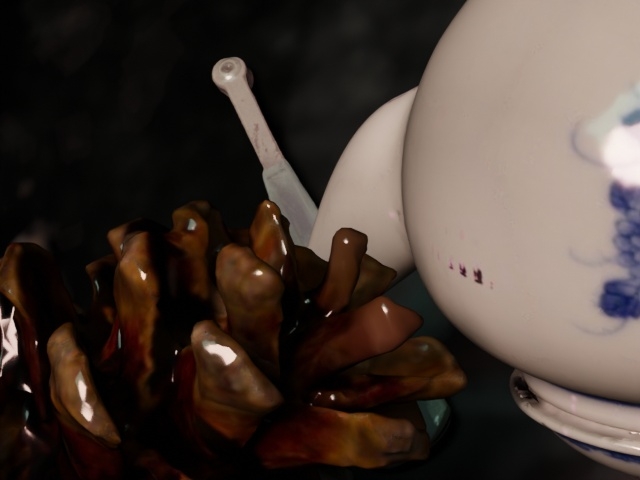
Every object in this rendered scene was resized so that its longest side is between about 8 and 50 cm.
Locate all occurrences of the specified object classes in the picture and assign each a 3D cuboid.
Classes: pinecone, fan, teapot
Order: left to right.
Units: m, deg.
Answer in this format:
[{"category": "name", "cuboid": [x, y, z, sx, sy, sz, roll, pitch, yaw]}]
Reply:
[{"category": "pinecone", "cuboid": [-0.083, 0.106, 0.671, 0.309, 0.244, 0.244, -26, 60, 19]}, {"category": "fan", "cuboid": [0.000, 0.000, 0.918, 0.057, 0.023, 0.282, -33, 59, 15]}, {"category": "teapot", "cuboid": [0.163, 0.004, 0.711, 0.424, 0.252, 0.280, 5, 106, 24]}]

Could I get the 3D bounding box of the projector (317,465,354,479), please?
[{"category": "projector", "cuboid": [-0.024, 0.228, 0.789, 0.192, 0.099, 0.257, -42, 57, 6]}]
